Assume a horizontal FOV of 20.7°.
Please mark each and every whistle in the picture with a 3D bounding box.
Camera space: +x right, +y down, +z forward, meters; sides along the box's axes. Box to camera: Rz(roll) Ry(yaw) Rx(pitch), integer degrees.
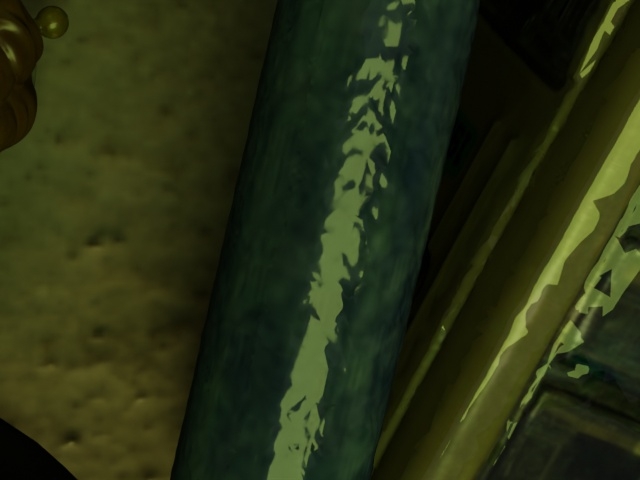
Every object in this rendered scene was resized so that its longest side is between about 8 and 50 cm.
[{"bbox_3d":[0.000,0.000,0.507,0.062,0.062,0.304,11,96,-19],"label":"whistle"}]

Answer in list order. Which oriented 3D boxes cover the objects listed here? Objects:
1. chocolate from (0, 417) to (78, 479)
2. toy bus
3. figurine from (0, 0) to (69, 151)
[{"bbox_3d":[-0.211,0.199,0.504,0.314,0.326,0.297,37,101,18],"label":"chocolate"},{"bbox_3d":[0.102,0.028,0.592,0.202,0.177,0.365,21,107,-19],"label":"toy bus"},{"bbox_3d":[-0.156,-0.047,0.557,0.143,0.068,0.101,-30,114,14],"label":"figurine"}]
